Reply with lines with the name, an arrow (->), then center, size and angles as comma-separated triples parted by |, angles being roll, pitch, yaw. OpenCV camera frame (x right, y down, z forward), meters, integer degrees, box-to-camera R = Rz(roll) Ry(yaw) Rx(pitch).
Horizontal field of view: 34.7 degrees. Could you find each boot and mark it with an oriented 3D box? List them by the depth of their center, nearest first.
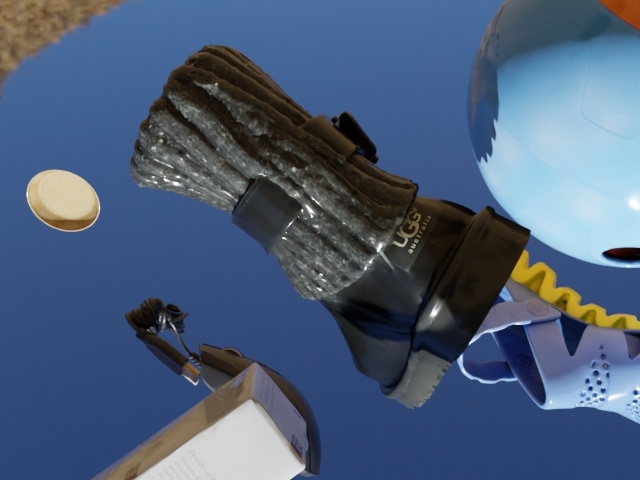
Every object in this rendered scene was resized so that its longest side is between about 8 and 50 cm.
boot -> 0.002, -0.004, 0.783 | 0.260, 0.348, 0.131 | 28, -108, 6

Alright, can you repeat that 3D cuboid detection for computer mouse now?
computer mouse -> -0.088, 0.141, 1.070 | 0.262, 0.060, 0.184 | 44, -179, 10

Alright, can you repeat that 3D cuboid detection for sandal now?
sandal -> 0.256, 0.126, 1.012 | 0.317, 0.126, 0.138 | 25, -134, 31

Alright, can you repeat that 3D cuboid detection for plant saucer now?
plant saucer -> -0.287, -0.048, 1.152 | 0.083, 0.083, 0.015 | -1, -144, 8

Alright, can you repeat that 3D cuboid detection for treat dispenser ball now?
treat dispenser ball -> 0.272, -0.119, 0.898 | 0.288, 0.288, 0.288 | -5, -153, 2

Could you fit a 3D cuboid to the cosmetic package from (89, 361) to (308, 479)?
cosmetic package -> -0.126, 0.213, 0.899 | 0.231, 0.085, 0.117 | -37, -173, 3
